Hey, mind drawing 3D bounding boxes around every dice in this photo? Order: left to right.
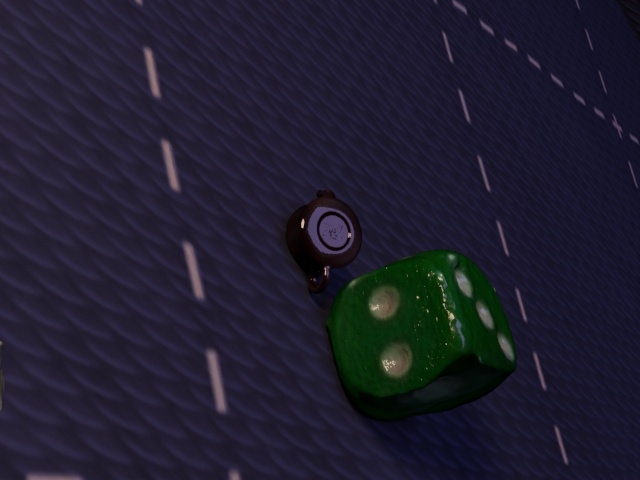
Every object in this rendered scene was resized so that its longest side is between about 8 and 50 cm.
[{"bbox_3d":[0.091,0.086,1.237,0.128,0.131,0.120,16,53,-56],"label":"dice"}]

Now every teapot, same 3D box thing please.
[{"bbox_3d":[0.000,0.000,1.235,0.068,0.045,0.100,16,70,-29],"label":"teapot"}]

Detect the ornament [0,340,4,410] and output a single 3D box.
[{"bbox_3d":[-0.231,-0.005,0.710,0.120,0.130,0.285,47,29,-60],"label":"ornament"}]
